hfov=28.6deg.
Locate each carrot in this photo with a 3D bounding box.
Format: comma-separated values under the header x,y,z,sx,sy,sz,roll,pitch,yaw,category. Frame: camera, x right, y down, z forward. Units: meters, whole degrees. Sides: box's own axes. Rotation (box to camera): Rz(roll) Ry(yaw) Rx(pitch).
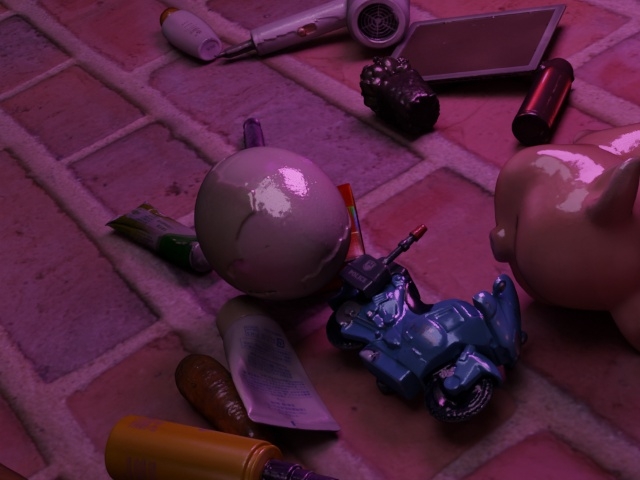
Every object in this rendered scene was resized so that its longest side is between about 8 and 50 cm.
x,y,z,sx,sy,sz,roll,pitch,yaw,category
-0.110,0.189,1.451,0.060,0.060,0.186,-32,40,-20,carrot

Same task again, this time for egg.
x,y,z,sx,sy,sz,roll,pitch,yaw,category
-0.051,-0.017,1.518,0.183,0.183,0.217,-35,40,-24,egg

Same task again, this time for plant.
x,y,z,sx,sy,sz,roll,pitch,yaw,category
0.119,-0.219,1.879,0.094,0.092,0.143,-33,45,-12,plant

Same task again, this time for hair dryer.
x,y,z,sx,sy,sz,roll,pitch,yaw,category
-0.018,-0.360,2.135,0.357,0.108,0.173,-18,29,15,hair dryer

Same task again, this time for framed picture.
x,y,z,sx,sy,sz,roll,pitch,yaw,category
0.237,-0.304,1.981,0.274,0.017,0.217,-1,37,30,framed picture

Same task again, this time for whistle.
x,y,z,sx,sy,sz,roll,pitch,yaw,category
-0.098,-0.132,1.897,0.033,0.033,0.176,-15,35,3,whistle

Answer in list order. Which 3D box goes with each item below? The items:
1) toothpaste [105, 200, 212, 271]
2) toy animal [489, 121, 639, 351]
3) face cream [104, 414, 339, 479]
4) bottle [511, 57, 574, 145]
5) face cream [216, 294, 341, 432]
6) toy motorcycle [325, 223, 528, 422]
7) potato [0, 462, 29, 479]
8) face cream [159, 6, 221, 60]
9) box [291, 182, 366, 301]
x,y,z,sx,sy,sz,roll,pitch,yaw,category
-0.211,-0.006,1.768,0.078,0.047,0.248,-33,36,-28,toothpaste
0.354,-0.033,1.452,0.326,0.237,0.269,-13,25,1,toy animal
-0.104,0.247,1.353,0.273,0.078,0.078,6,41,29,face cream
0.322,-0.205,1.803,0.060,0.060,0.164,4,40,27,bottle
-0.063,0.152,1.466,0.114,0.070,0.224,11,27,-27,face cream
0.127,0.094,1.434,0.182,0.124,0.272,-42,42,-16,toy motorcycle
-0.374,0.315,1.105,0.442,0.385,0.319,29,51,23,potato
-0.235,-0.372,2.257,0.072,0.051,0.182,-34,39,-12,face cream
0.000,-0.001,1.668,0.112,0.048,0.175,-14,36,3,box
